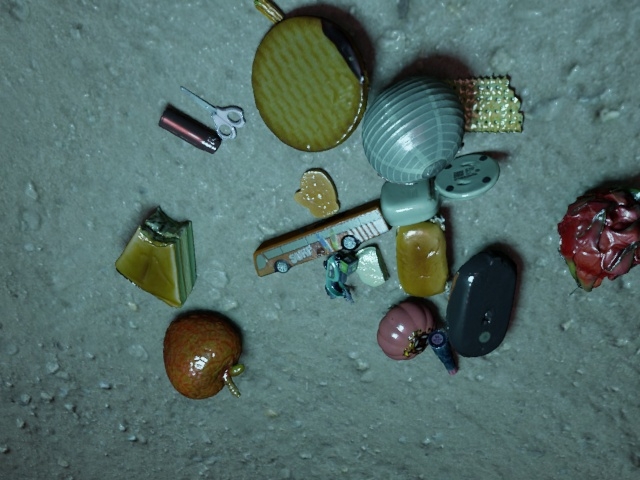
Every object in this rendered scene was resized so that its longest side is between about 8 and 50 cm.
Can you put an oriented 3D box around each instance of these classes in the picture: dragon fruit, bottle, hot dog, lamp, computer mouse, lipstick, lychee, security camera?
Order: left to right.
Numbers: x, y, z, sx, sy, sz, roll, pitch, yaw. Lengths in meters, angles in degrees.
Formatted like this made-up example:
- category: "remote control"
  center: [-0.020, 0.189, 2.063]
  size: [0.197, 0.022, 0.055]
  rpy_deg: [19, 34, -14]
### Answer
- category: "bottle"
  center: [-0.338, -0.284, 1.604]
  size: [0.164, 0.060, 0.060]
  rpy_deg: [30, 121, -6]
- category: "lychee"
  center: [-0.352, 0.361, 1.866]
  size: [0.300, 0.255, 0.255]
  rpy_deg: [36, 126, 29]
- category: "hot dog"
  center: [-0.119, -0.538, 1.433]
  size: [0.083, 0.021, 0.037]
  rpy_deg: [41, 140, -15]
- category: "lamp"
  center: [0.237, 0.249, 1.727]
  size: [0.182, 0.140, 0.182]
  rpy_deg: [-20, 129, -27]
- category: "lamp"
  center: [0.211, -0.242, 1.403]
  size: [0.265, 0.233, 0.233]
  rpy_deg: [-36, 106, 32]
- category: "security camera"
  center: [0.293, -0.122, 1.504]
  size: [0.301, 0.157, 0.080]
  rpy_deg: [-15, 128, 20]
- category: "lipstick"
  center: [0.355, 0.331, 1.756]
  size: [0.053, 0.053, 0.234]
  rpy_deg: [-9, 144, 17]
- category: "computer mouse"
  center: [0.422, 0.166, 1.639]
  size: [0.182, 0.116, 0.323]
  rpy_deg: [-7, 117, -22]
- category: "dragon fruit"
  center: [0.666, 0.010, 1.444]
  size: [0.233, 0.234, 0.293]
  rpy_deg: [18, 106, 2]

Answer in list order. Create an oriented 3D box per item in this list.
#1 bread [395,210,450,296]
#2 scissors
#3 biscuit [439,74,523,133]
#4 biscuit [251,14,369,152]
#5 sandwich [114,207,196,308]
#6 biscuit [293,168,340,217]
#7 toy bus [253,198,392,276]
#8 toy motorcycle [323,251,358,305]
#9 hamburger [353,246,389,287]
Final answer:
- category: "bread"
  center: [0.268, 0.037, 1.618]
  size: [0.136, 0.107, 0.241]
  rpy_deg: [-3, 123, 12]
- category: "scissors"
  center: [-0.284, -0.340, 1.585]
  size: [0.189, 0.015, 0.100]
  rpy_deg: [35, 123, -7]
- category: "biscuit"
  center: [0.375, -0.319, 1.449]
  size: [0.203, 0.016, 0.144]
  rpy_deg: [1, 120, 13]
- category: "biscuit"
  center: [-0.029, -0.364, 1.445]
  size: [0.317, 0.040, 0.318]
  rpy_deg: [11, 113, 29]
- category: "sandwich"
  center: [-0.431, 0.046, 1.754]
  size: [0.227, 0.155, 0.198]
  rpy_deg: [37, 120, -9]
- category: "biscuit"
  center: [-0.014, -0.124, 1.642]
  size: [0.118, 0.023, 0.140]
  rpy_deg: [-6, 118, 16]
- category: "toy bus"
  center: [0.000, 0.000, 1.671]
  size: [0.408, 0.093, 0.092]
  rpy_deg: [-20, 105, 21]
- category: "toy motorcycle"
  center: [0.053, 0.108, 1.726]
  size: [0.100, 0.058, 0.173]
  rpy_deg: [34, 135, 33]
- category: "hamburger"
  center: [0.133, 0.072, 1.707]
  size: [0.084, 0.054, 0.121]
  rpy_deg: [-10, 114, 22]
